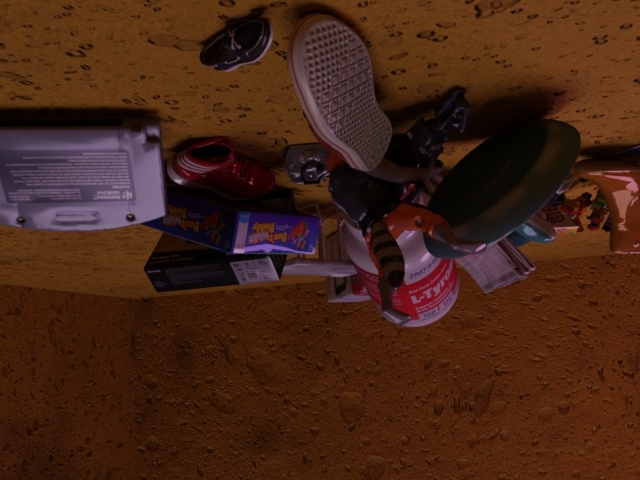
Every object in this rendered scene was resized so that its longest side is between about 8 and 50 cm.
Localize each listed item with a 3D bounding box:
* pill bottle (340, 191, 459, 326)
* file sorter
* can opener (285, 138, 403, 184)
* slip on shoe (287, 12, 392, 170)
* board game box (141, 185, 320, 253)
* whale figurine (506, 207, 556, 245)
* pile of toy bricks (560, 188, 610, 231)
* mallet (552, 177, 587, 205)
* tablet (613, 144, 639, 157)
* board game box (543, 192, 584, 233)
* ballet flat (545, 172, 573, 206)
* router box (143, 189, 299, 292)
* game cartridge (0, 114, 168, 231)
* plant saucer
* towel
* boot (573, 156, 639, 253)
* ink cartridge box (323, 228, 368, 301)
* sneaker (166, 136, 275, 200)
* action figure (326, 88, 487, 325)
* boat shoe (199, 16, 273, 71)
[{"bbox_3d":[0.184,0.019,1.474,0.229,0.229,0.407,-7,146,17],"label":"pill bottle"},{"bbox_3d":[0.000,0.000,1.710,0.278,0.173,0.193,4,168,-34],"label":"file sorter"},{"bbox_3d":[0.072,-0.158,1.215,0.284,0.076,0.095,-4,-158,2],"label":"can opener"},{"bbox_3d":[0.015,-0.190,0.863,0.101,0.123,0.331,27,175,21],"label":"slip on shoe"},{"bbox_3d":[-0.208,-0.047,1.285,0.347,0.078,0.233,15,-172,38],"label":"board game box"},{"bbox_3d":[0.440,-0.039,1.470,0.216,0.141,0.272,30,-167,-9],"label":"whale figurine"},{"bbox_3d":[0.680,-0.097,1.523,0.212,0.105,0.118,-8,-145,-40],"label":"pile of toy bricks"},{"bbox_3d":[0.609,-0.148,1.504,0.039,0.062,0.190,2,154,-32],"label":"mallet"},{"bbox_3d":[0.668,-0.191,1.338,0.054,0.006,0.083,2,169,-30],"label":"tablet"},{"bbox_3d":[0.544,-0.069,1.650,0.260,0.124,0.039,-1,141,-5],"label":"board game box"},{"bbox_3d":[0.487,-0.135,1.366,0.096,0.095,0.280,-24,162,25],"label":"ballet flat"},{"bbox_3d":[-0.221,-0.001,1.478,0.309,0.243,0.081,-7,128,17],"label":"router box"},{"bbox_3d":[-0.403,-0.105,1.027,0.297,0.062,0.198,-1,132,-9],"label":"game cartridge"},{"bbox_3d":[0.290,-0.101,1.089,0.044,0.317,0.318,44,151,-16],"label":"plant saucer"},{"bbox_3d":[0.344,-0.009,1.542,0.053,0.317,0.332,-43,172,-7],"label":"towel"},{"bbox_3d":[0.662,-0.071,1.395,0.295,0.211,0.104,-2,-159,-23],"label":"boot"},{"bbox_3d":[0.122,0.073,2.011,0.131,0.226,0.306,1,168,-20],"label":"ink cartridge box"},{"bbox_3d":[-0.162,-0.130,1.188,0.221,0.087,0.128,2,170,-34],"label":"sneaker"},{"bbox_3d":[0.119,-0.081,1.024,0.179,0.330,0.341,-7,143,-35],"label":"action figure"},{"bbox_3d":[-0.101,-0.233,0.755,0.038,0.046,0.125,-1,179,-38],"label":"boat shoe"}]
